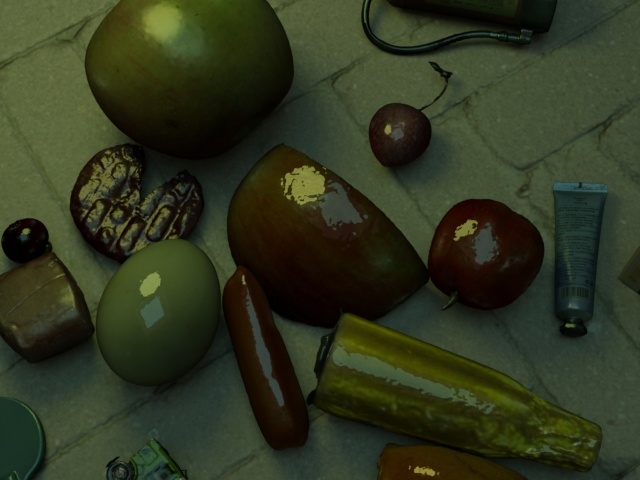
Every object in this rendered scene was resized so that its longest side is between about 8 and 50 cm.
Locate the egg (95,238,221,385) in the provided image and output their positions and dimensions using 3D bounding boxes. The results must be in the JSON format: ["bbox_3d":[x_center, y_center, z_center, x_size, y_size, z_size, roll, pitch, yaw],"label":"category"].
[{"bbox_3d":[-0.248,0.110,1.784,0.186,0.186,0.241,20,61,8],"label":"egg"}]

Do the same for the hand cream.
[{"bbox_3d":[0.423,0.026,1.886,0.091,0.058,0.271,2,65,13],"label":"hand cream"}]

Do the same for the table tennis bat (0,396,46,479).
[{"bbox_3d":[-0.484,0.354,1.770,0.153,0.040,0.244,-28,66,-8],"label":"table tennis bat"}]

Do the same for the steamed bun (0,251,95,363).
[{"bbox_3d":[-0.445,0.112,1.832,0.145,0.106,0.175,-29,58,-5],"label":"steamed bun"}]

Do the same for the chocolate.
[{"bbox_3d":[0.205,0.251,1.745,0.445,0.162,0.162,19,71,6],"label":"chocolate"}]

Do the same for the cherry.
[{"bbox_3d":[0.149,-0.217,1.962,0.107,0.090,0.225,16,60,13],"label":"cherry"}]

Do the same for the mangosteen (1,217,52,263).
[{"bbox_3d":[-0.483,0.004,1.884,0.081,0.081,0.081,0,69,0],"label":"mangosteen"}]

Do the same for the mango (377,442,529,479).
[{"bbox_3d":[0.206,0.377,1.707,0.252,0.154,0.126,7,77,18],"label":"mango"}]

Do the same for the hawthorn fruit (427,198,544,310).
[{"bbox_3d":[0.251,0.036,1.816,0.179,0.179,0.200,28,70,10],"label":"hawthorn fruit"}]

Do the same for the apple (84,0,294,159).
[{"bbox_3d":[-0.202,-0.280,1.869,0.319,0.319,0.277,-42,78,-14],"label":"apple"}]

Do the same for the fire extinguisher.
[{"bbox_3d":[0.222,-0.426,2.022,0.376,0.113,0.200,12,70,5],"label":"fire extinguisher"}]

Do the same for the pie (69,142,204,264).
[{"bbox_3d":[-0.310,-0.061,1.921,0.219,0.054,0.204,40,74,12],"label":"pie"}]

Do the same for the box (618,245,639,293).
[{"bbox_3d":[0.581,0.038,1.723,0.200,0.343,0.065,39,74,13],"label":"box"}]

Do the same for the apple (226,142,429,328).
[{"bbox_3d":[0.000,0.000,1.858,0.346,0.254,0.179,37,34,13],"label":"apple"}]

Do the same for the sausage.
[{"bbox_3d":[-0.091,0.184,1.792,0.083,0.089,0.300,-21,78,3],"label":"sausage"}]

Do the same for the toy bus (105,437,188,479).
[{"bbox_3d":[-0.318,0.440,1.704,0.302,0.113,0.139,-42,75,-11],"label":"toy bus"}]
